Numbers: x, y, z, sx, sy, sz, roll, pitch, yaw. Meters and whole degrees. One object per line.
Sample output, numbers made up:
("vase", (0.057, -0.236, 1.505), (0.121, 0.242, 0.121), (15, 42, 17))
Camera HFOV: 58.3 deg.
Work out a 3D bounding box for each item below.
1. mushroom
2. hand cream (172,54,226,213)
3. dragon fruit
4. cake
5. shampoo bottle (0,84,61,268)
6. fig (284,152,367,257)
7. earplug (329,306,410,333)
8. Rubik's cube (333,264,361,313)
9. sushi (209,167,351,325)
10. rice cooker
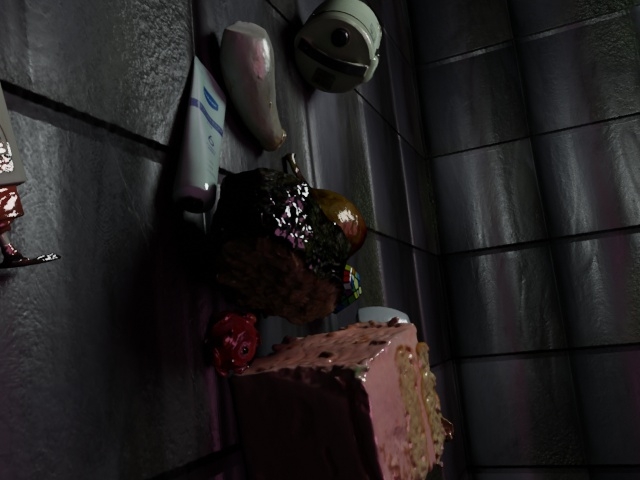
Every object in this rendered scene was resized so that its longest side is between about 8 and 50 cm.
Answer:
("mushroom", (-0.136, -0.300, 1.167), (0.118, 0.103, 0.270), (-55, 142, -52))
("hand cream", (-0.210, -0.184, 1.009), (0.109, 0.067, 0.320), (51, 29, -48))
("dragon fruit", (-0.141, 0.173, 0.984), (0.126, 0.068, 0.112), (-2, 85, -67))
("cake", (0.037, 0.311, 1.057), (0.307, 0.314, 0.293), (-19, 96, -58))
("shampoo bottle", (-0.357, -0.092, 0.576), (0.153, 0.071, 0.284), (-54, 132, -64))
("fig", (0.003, -0.075, 1.288), (0.191, 0.191, 0.290), (23, 61, -64))
("earplug", (0.100, 0.289, 1.379), (0.326, 0.175, 0.214), (-40, 123, -30))
("Rubik's cube", (0.034, 0.111, 1.368), (0.112, 0.133, 0.133), (51, 23, 5))
("sushi", (-0.070, 0.025, 1.006), (0.350, 0.211, 0.170), (64, 32, -59))
("rice cooker", (0.049, -0.519, 1.539), (0.244, 0.226, 0.226), (-74, 146, -53))
